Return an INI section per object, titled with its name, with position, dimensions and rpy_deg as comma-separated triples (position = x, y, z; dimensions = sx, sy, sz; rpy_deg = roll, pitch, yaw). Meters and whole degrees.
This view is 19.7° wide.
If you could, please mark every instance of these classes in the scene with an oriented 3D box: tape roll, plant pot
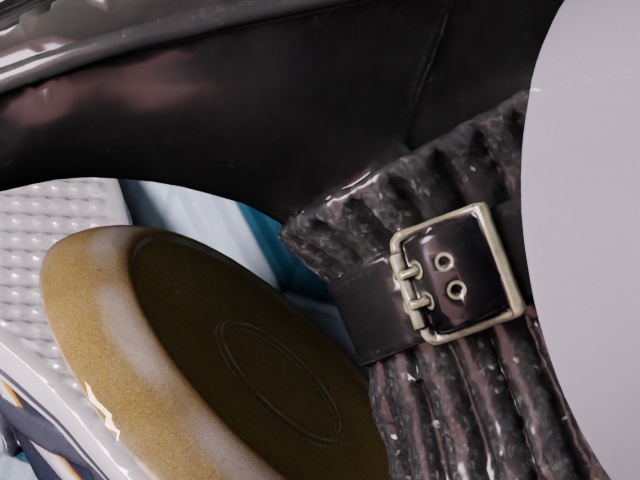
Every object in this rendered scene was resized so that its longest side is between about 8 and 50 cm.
[tape roll]
position = 0.163, -0.003, 0.577
dimensions = 0.072, 0.219, 0.219
rpy_deg = -14, 102, 48
[plant pot]
position = -0.026, 0.072, 0.841
dimensions = 0.032, 0.236, 0.236
rpy_deg = -47, 75, 16

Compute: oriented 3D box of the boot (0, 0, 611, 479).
[boot]
position = 0.000, 0.001, 0.736
dimensions = 0.348, 0.131, 0.260
rpy_deg = -11, 105, 19

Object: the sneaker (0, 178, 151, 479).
[sneaker]
position = -0.132, 0.054, 0.986
dimensions = 0.321, 0.126, 0.127
rpy_deg = 51, 157, 26
